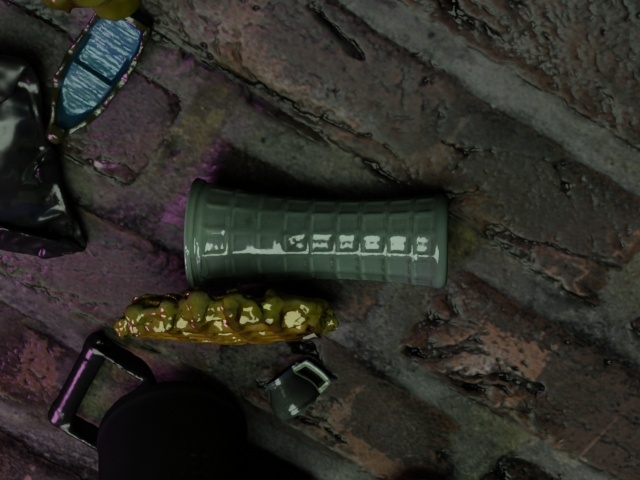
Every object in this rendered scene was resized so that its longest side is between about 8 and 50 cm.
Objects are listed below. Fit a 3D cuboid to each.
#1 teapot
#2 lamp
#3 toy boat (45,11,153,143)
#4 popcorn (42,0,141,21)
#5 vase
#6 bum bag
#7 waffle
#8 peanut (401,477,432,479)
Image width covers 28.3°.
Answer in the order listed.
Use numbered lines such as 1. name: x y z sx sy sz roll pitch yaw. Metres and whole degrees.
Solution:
1. teapot: -0.032 0.192 1.655 0.088 0.066 0.057 -35 93 3
2. lamp: -0.194 0.325 1.633 0.374 0.272 0.205 28 120 -7
3. toy boat: -0.260 -0.191 1.447 0.075 0.077 0.185 34 120 -12
4. popcorn: -0.211 -0.349 1.286 0.256 0.195 0.255 30 112 -9
5. vase: 0.000 0.000 1.487 0.299 0.143 0.143 2 121 6
6. bum bag: -0.379 -0.093 1.528 0.137 0.074 0.310 -8 125 1
7. waffle: -0.095 0.094 1.498 0.291 0.291 0.051 -1 80 11
8. peanut: 0.065 0.404 1.738 0.274 0.111 0.125 -32 96 22
